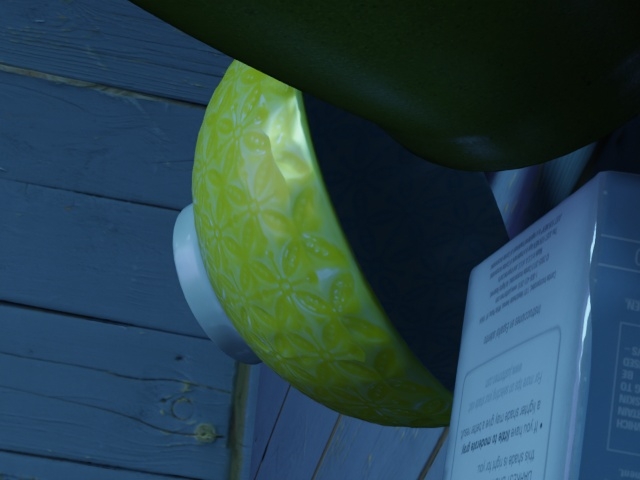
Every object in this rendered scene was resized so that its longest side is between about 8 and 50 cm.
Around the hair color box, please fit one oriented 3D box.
[{"bbox_3d":[0.115,0.180,0.609,0.185,0.113,0.374,127,153,-73],"label":"hair color box"}]

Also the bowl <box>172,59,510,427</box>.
[{"bbox_3d":[0.000,0.000,0.940,0.156,0.289,0.289,-24,38,23],"label":"bowl"}]

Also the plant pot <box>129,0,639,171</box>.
[{"bbox_3d":[0.028,-0.216,0.698,0.366,0.353,0.366,-22,49,27],"label":"plant pot"}]
